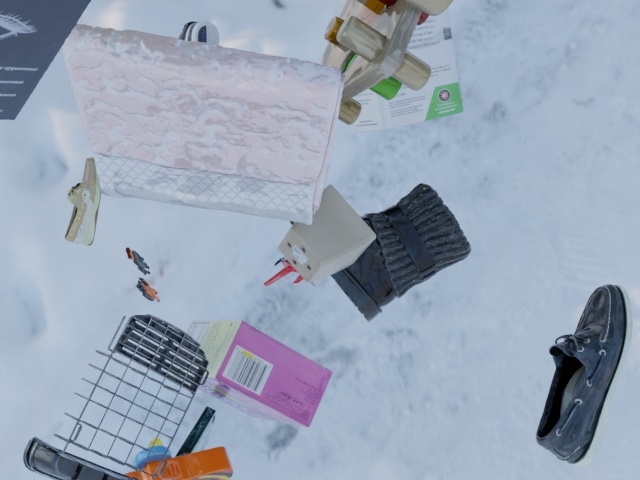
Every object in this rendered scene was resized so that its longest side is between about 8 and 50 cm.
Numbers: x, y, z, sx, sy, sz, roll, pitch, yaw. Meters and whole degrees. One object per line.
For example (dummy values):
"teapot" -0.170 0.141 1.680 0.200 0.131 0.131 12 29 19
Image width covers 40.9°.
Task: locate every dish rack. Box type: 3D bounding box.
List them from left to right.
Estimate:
"dish rack" -0.286 0.247 1.276 0.074 0.208 0.271 11 69 40

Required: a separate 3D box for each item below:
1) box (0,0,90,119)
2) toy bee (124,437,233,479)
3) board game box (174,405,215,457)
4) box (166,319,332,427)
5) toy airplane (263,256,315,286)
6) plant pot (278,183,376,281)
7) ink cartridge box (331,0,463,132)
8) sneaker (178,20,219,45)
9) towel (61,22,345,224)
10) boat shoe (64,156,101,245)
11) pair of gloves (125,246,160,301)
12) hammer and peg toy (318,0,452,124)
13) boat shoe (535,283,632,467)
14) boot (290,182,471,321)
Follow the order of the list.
"box" -0.262 -0.185 0.601 0.207 0.153 0.108 -39 69 38
"toy bee" -0.323 0.456 1.599 0.299 0.162 0.195 14 39 -13
"board game box" -0.274 0.447 1.761 0.026 0.126 0.186 24 44 7
"box" -0.139 0.250 1.631 0.243 0.214 0.117 -8 53 59
"toy airplane" -0.055 0.066 1.908 0.151 0.028 0.151 -13 32 9
"plant pot" 0.000 0.000 1.312 0.096 0.109 0.109 -36 81 -30
"ink cartridge box" 0.159 -0.383 1.755 0.211 0.289 0.122 -16 11 -29
"sneaker" -0.270 -0.358 1.835 0.121 0.079 0.216 24 106 58
"towel" -0.148 -0.136 1.107 0.332 0.317 0.053 9 58 0
"boat shoe" -0.352 -0.059 1.269 0.045 0.135 0.050 5 8 -24
"pair of gloves" -0.270 0.054 1.298 0.010 0.074 0.083 -24 69 3
"hammer and peg toy" 0.100 -0.308 1.101 0.127 0.361 0.265 28 71 -20
"boat shoe" 0.461 0.225 1.536 0.113 0.127 0.339 21 80 -10
"boot" 0.099 -0.043 1.657 0.260 0.131 0.348 -38 99 3
